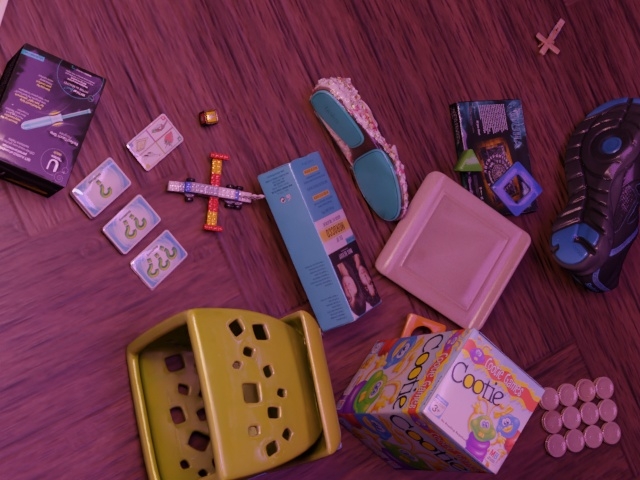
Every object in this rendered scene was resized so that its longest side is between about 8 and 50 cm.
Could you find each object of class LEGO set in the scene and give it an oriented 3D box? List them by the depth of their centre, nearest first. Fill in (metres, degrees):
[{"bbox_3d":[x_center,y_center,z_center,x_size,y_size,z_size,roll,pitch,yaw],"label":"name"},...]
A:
[{"bbox_3d":[-0.201,-0.076,1.867,0.244,0.060,0.182,-44,106,-25],"label":"LEGO set"}]

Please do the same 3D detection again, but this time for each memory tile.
[{"bbox_3d":[0.415,0.281,2.135,0.148,0.012,0.113,-7,85,-26],"label":"memory tile"}]

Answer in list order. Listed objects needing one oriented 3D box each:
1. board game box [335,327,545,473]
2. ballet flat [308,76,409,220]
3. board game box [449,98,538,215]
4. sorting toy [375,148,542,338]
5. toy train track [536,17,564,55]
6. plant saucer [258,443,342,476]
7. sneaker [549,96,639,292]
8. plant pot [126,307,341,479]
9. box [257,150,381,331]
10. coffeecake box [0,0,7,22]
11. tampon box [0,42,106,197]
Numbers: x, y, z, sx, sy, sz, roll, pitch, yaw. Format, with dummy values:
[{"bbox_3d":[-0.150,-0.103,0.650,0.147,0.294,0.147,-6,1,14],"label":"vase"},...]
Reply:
[{"bbox_3d":[0.158,0.229,1.871,0.144,0.275,0.142,41,67,-14],"label":"board game box"},{"bbox_3d":[0.073,-0.146,1.998,0.077,0.091,0.241,-42,106,-47],"label":"ballet flat"},{"bbox_3d":[0.277,-0.131,2.121,0.126,0.026,0.186,-5,84,-27],"label":"board game box"},{"bbox_3d":[0.200,0.019,2.043,0.196,0.047,0.348,33,81,-13],"label":"sorting toy"},{"bbox_3d":[0.382,-0.337,2.211,0.048,0.014,0.083,39,62,-8],"label":"toy train track"},{"bbox_3d":[-0.062,0.293,1.900,0.192,0.018,0.067,-15,88,-27],"label":"plant saucer"},{"bbox_3d":[0.465,-0.077,2.175,0.139,0.125,0.341,45,60,-44],"label":"sneaker"},{"bbox_3d":[-0.109,0.212,1.768,0.207,0.228,0.227,-4,76,-31],"label":"plant pot"},{"bbox_3d":[0.000,0.000,1.925,0.100,0.060,0.244,-29,97,-60],"label":"box"},{"bbox_3d":[-0.456,-0.280,1.724,0.068,0.142,0.186,19,74,-22],"label":"coffeecake box"},{"bbox_3d":[-0.377,-0.157,1.766,0.120,0.101,0.161,24,74,-20],"label":"tampon box"}]
